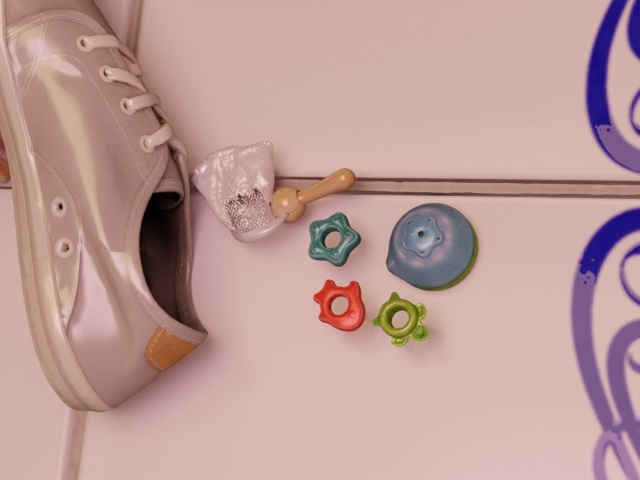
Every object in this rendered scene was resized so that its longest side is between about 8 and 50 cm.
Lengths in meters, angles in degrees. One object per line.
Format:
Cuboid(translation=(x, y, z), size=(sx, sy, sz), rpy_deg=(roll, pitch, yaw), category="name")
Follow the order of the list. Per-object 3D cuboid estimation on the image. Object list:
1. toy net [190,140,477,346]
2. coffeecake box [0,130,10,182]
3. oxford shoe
Cuboid(translation=(0.000, 0.000, 1.397), size=(0.232, 0.045, 0.122), rpy_deg=(20, 82, 23), category="toy net")
Cuboid(translation=(-0.324, -0.147, 1.481), size=(0.185, 0.142, 0.068), rpy_deg=(42, 89, 23), category="coffeecake box")
Cuboid(translation=(-0.176, -0.092, 1.412), size=(0.130, 0.169, 0.449), rpy_deg=(-16, 77, 14), category="oxford shoe")
